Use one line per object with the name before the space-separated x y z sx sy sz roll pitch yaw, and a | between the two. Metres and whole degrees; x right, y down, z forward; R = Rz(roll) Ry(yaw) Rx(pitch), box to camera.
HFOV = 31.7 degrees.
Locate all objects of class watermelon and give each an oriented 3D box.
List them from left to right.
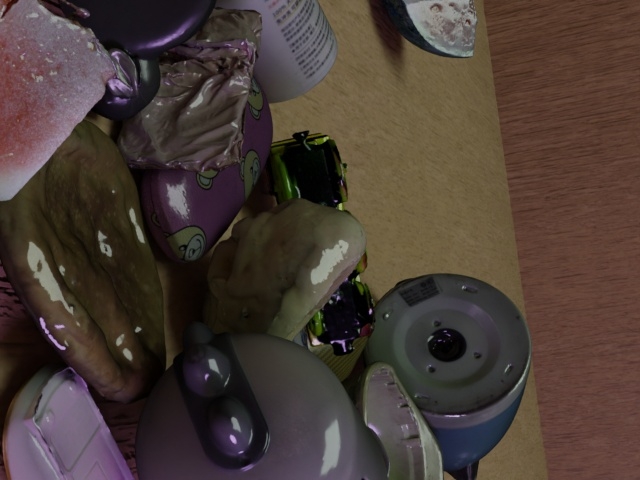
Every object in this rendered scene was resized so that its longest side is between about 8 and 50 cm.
watermelon | -0.280 -0.178 0.741 0.305 0.180 0.224 55 18 -47
watermelon | 0.177 -0.498 2.224 0.175 0.188 0.322 -34 -115 62

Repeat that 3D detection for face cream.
face cream | -0.110 -0.336 1.332 0.370 0.145 0.145 56 31 -46

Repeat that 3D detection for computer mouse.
computer mouse | -0.198 0.222 0.956 0.245 0.056 0.126 65 20 -18

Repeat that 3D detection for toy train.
toy train | 0.000 0.000 1.477 0.160 0.100 0.296 -140 -141 -77

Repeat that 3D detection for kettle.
kettle | 0.186 0.213 1.803 0.342 0.247 0.319 83 -11 -56

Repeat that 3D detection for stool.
stool | -0.189 -0.242 1.111 0.153 0.228 0.139 34 7 -7

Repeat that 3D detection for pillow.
pillow | -0.137 -0.171 1.195 0.049 0.135 0.248 95 1 -55

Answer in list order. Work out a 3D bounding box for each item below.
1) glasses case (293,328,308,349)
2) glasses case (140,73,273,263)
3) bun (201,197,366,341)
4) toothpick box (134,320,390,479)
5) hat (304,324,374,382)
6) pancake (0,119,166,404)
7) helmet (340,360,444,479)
glasses case | -0.046 0.155 1.391 0.087 0.065 0.248 22 59 -74
glasses case | -0.123 -0.094 1.278 0.316 0.076 0.123 -66 143 -53
bun | -0.056 0.043 1.247 0.133 0.231 0.231 42 22 4
toothpick box | -0.058 0.200 1.068 0.316 0.229 0.229 68 21 -63
hat | 0.039 0.129 1.618 0.193 0.082 0.193 -8 90 -71
pancake | -0.207 0.007 1.007 0.294 0.049 0.294 -17 90 -78
helmet | 0.054 0.285 1.502 0.257 0.137 0.204 59 29 -32
